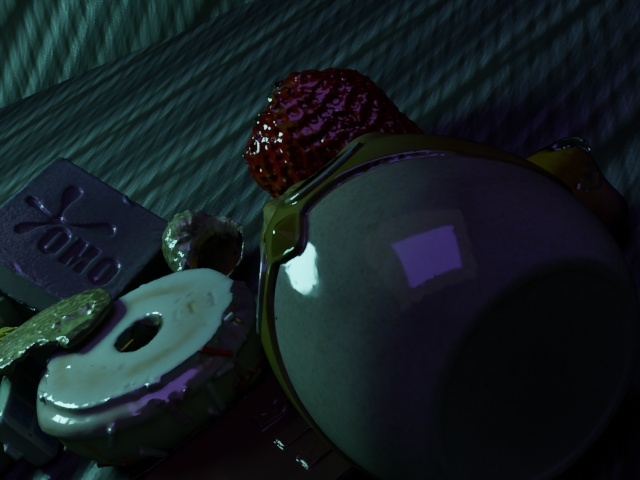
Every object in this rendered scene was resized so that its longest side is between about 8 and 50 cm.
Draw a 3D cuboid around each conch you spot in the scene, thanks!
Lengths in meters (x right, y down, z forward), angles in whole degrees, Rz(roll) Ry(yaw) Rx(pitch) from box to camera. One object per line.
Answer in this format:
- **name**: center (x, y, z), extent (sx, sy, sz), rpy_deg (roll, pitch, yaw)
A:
- **conch**: center (-0.209, 0.023, 1.762), extent (0.155, 0.130, 0.207), rpy_deg (-31, 38, 18)

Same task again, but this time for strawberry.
- **strawberry**: center (0.058, -0.180, 1.782), extent (0.351, 0.267, 0.312), rpy_deg (21, 44, 20)

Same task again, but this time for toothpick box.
- **toothpick box**: center (0.121, 0.071, 1.169), extent (0.409, 0.409, 0.425), rpy_deg (-34, 33, -14)

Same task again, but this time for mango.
- **mango**: center (0.309, -0.025, 1.433), extent (0.287, 0.153, 0.201), rpy_deg (-27, 25, -3)

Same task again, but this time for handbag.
- **handbag**: center (-0.094, 0.322, 1.268), extent (0.275, 0.084, 0.260), rpy_deg (-38, 32, -21)

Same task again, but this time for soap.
- **soap**: center (-0.461, 0.015, 1.837), extent (0.296, 0.107, 0.285), rpy_deg (30, 48, 5)

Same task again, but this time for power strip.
- **power strip**: center (-0.472, 0.252, 1.616), extent (0.046, 0.118, 0.270), rpy_deg (-38, 27, 17)

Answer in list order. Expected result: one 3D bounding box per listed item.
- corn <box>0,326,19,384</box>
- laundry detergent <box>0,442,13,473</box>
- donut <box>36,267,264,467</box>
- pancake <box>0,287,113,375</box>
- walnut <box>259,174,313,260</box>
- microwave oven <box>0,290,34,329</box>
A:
- **corn**: center (-0.569, 0.218, 1.677), extent (0.106, 0.106, 0.293), rpy_deg (-20, 6, 9)
- **laundry detergent**: center (-0.623, 0.340, 1.619), extent (0.253, 0.091, 0.181), rpy_deg (1, 40, 37)
- **donut**: center (-0.250, 0.194, 1.497), extent (0.382, 0.142, 0.383), rpy_deg (-22, 25, 11)
- **pancake**: center (-0.440, 0.144, 1.582), extent (0.235, 0.029, 0.212), rpy_deg (-22, 21, 11)
- **walnut**: center (0.000, 0.000, 1.572), extent (0.228, 0.228, 0.228), rpy_deg (-19, 31, 12)
- **microwave oven**: center (-0.683, 0.170, 1.873), extent (0.240, 0.145, 0.194), rpy_deg (-36, 35, -17)
